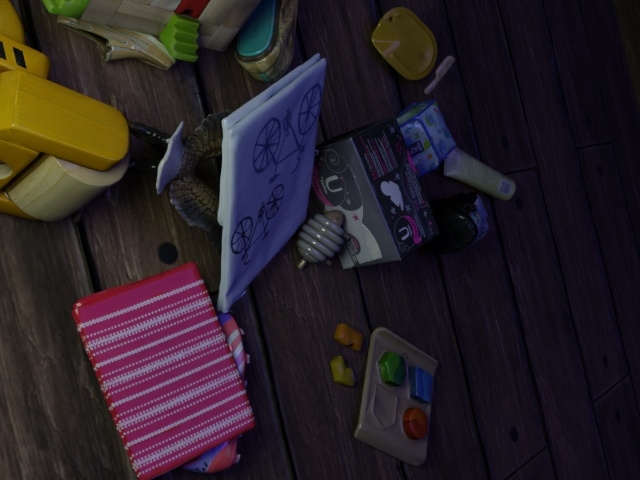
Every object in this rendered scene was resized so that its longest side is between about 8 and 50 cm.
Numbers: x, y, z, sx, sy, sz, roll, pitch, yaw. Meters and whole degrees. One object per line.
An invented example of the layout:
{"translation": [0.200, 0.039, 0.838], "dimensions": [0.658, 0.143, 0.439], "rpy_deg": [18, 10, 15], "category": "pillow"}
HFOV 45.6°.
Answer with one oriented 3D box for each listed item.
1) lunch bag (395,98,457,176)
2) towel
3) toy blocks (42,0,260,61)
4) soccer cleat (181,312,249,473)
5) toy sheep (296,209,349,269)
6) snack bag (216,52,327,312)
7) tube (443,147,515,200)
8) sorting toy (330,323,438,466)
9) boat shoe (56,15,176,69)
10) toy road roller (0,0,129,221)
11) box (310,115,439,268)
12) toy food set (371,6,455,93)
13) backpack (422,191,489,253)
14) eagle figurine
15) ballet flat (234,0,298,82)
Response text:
{"translation": [0.213, -0.220, 1.681], "dimensions": [0.151, 0.096, 0.129], "rpy_deg": [-40, 113, -28], "category": "lunch bag"}
{"translation": [-0.225, 0.185, 1.114], "dimensions": [0.199, 0.031, 0.275], "rpy_deg": [-21, 91, -28], "category": "towel"}
{"translation": [-0.196, -0.430, 1.122], "dimensions": [0.381, 0.261, 0.191], "rpy_deg": [-4, 54, -52], "category": "toy blocks"}
{"translation": [-0.170, 0.234, 1.183], "dimensions": [0.095, 0.083, 0.248], "rpy_deg": [10, 76, -40], "category": "soccer cleat"}
{"translation": [0.000, 0.000, 1.409], "dimensions": [0.091, 0.091, 0.132], "rpy_deg": [34, 85, -36], "category": "toy sheep"}
{"translation": [-0.081, -0.096, 1.235], "dimensions": [0.323, 0.037, 0.342], "rpy_deg": [-52, 155, -50], "category": "snack bag"}
{"translation": [0.382, -0.163, 1.868], "dimensions": [0.240, 0.062, 0.070], "rpy_deg": [20, 23, -36], "category": "tube"}
{"translation": [0.132, 0.293, 1.505], "dimensions": [0.307, 0.041, 0.229], "rpy_deg": [35, 57, -36], "category": "sorting toy"}
{"translation": [-0.315, -0.306, 1.176], "dimensions": [0.190, 0.068, 0.072], "rpy_deg": [27, 75, -27], "category": "boat shoe"}
{"translation": [-0.410, -0.186, 0.950], "dimensions": [0.329, 0.202, 0.241], "rpy_deg": [22, 55, -40], "category": "toy road roller"}
{"translation": [0.089, -0.087, 1.463], "dimensions": [0.142, 0.163, 0.247], "rpy_deg": [-30, 102, -42], "category": "box"}
{"translation": [0.192, -0.432, 1.731], "dimensions": [0.218, 0.071, 0.128], "rpy_deg": [37, 80, -32], "category": "toy food set"}
{"translation": [0.303, -0.039, 1.703], "dimensions": [0.182, 0.152, 0.115], "rpy_deg": [-39, 115, -57], "category": "backpack"}
{"translation": [-0.195, -0.116, 1.163], "dimensions": [0.298, 0.226, 0.225], "rpy_deg": [14, 50, -38], "category": "eagle figurine"}
{"translation": [-0.086, -0.449, 1.419], "dimensions": [0.123, 0.123, 0.348], "rpy_deg": [25, 62, -40], "category": "ballet flat"}
